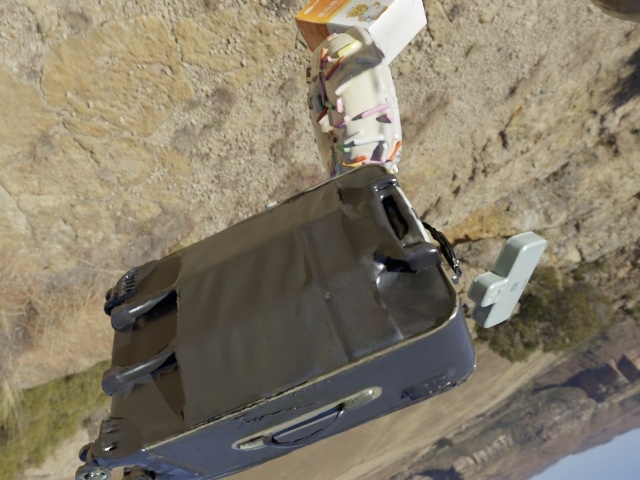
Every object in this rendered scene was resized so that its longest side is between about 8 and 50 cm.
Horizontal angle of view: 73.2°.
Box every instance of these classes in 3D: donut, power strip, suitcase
[{"bbox_3d":[0.064,-0.286,1.001,0.143,0.382,0.382,-13,145,-7],"label":"donut"},{"bbox_3d":[0.451,0.108,1.088,0.194,0.059,0.264,-12,128,-35],"label":"power strip"},{"bbox_3d":[-0.047,0.102,0.512,0.434,0.283,0.194,-26,136,8],"label":"suitcase"}]

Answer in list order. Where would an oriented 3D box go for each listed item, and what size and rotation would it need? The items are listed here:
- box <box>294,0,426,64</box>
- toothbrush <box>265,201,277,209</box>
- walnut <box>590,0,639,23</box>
[{"bbox_3d":[0.115,-0.681,1.328,0.225,0.341,0.143,-49,142,-9],"label":"box"},{"bbox_3d":[-0.002,0.003,0.952,0.028,0.294,0.026,-45,170,-44],"label":"toothbrush"},{"bbox_3d":[0.207,-0.188,0.215,0.140,0.140,0.162,-31,157,1],"label":"walnut"}]
